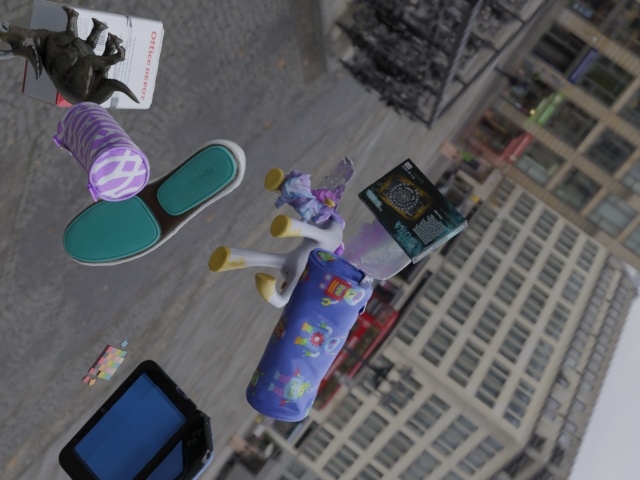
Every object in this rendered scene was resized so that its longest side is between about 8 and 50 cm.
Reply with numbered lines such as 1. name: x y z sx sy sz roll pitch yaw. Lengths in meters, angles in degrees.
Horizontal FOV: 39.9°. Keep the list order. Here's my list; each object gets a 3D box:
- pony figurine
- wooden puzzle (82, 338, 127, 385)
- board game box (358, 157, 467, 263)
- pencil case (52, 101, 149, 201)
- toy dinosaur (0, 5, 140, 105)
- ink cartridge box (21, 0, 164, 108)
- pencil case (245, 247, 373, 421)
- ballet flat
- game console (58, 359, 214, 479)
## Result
1. pony figurine: 0.000 0.000 1.736 0.351 0.303 0.363 -56 141 2
2. wooden puzzle: -0.310 0.179 1.284 0.083 0.006 0.049 -54 152 -3
3. board game box: 0.172 -0.059 1.670 0.126 0.186 0.026 -35 148 -4
4. pencil case: -0.303 -0.124 1.202 0.088 0.206 0.086 -27 124 -17
5. toy dinosaur: -0.425 -0.306 1.563 0.160 0.313 0.121 -55 167 13
6. ink cartridge box: -0.473 -0.385 1.853 0.273 0.114 0.197 -10 117 -58
7. pencil case: -0.016 0.164 1.508 0.306 0.133 0.119 -64 -159 15
8. ballet flat: -0.306 -0.069 1.694 0.400 0.139 0.139 -29 180 13
9. game console: -0.364 0.418 1.691 0.293 0.173 0.250 -48 -164 3
